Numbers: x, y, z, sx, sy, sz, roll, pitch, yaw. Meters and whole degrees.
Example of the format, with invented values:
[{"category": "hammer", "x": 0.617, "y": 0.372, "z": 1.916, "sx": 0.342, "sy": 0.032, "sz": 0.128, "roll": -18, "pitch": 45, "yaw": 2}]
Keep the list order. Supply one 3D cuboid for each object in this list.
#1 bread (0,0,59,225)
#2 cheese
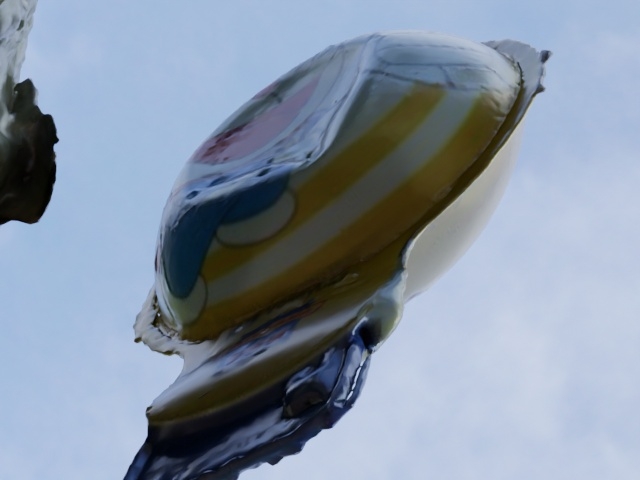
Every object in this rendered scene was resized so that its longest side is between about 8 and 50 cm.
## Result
[{"category": "bread", "x": -0.238, "y": -0.039, "z": 0.657, "sx": 0.279, "sy": 0.250, "sz": 0.225, "roll": 18, "pitch": -45, "yaw": 25}, {"category": "cheese", "x": 0.000, "y": 0.000, "z": 0.613, "sx": 0.177, "sy": 0.270, "sz": 0.069, "roll": -28, "pitch": -69, "yaw": 25}]
